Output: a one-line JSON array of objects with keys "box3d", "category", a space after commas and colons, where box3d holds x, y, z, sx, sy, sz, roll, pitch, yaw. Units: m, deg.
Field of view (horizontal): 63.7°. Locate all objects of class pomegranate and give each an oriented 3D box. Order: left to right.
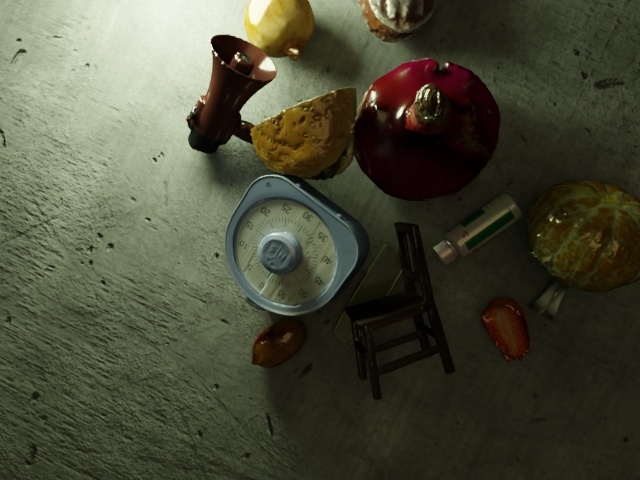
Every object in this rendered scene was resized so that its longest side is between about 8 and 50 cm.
[{"box3d": [-0.117, -0.628, 1.478, 0.207, 0.207, 0.207, 0, 92, 6], "category": "pomegranate"}]

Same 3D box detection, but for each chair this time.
[{"box3d": [0.184, 0.181, 1.426, 0.241, 0.203, 0.416, -16, 95, -6], "category": "chair"}]

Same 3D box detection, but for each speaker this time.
[{"box3d": [-0.238, -0.395, 1.492, 0.329, 0.259, 0.198, -57, 48, 42], "category": "speaker"}]

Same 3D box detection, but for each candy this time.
[{"box3d": [0.215, -0.709, 1.456, 0.214, 0.157, 0.289, -2, 85, -8], "category": "candy"}]

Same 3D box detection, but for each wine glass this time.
[{"box3d": [0.672, 0.148, 1.476, 0.072, 0.072, 0.155, 31, 94, 4], "category": "wine glass"}]

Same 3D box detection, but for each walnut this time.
[{"box3d": [-0.130, 0.311, 1.547, 0.207, 0.116, 0.115, -41, 87, 13], "category": "walnut"}]

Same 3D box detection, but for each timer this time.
[{"box3d": [-0.091, 0.037, 1.423, 0.395, 0.173, 0.394, 3, 99, 18], "category": "timer"}]

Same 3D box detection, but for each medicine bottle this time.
[{"box3d": [0.448, -0.027, 1.481, 0.260, 0.095, 0.095, -36, 88, 4], "category": "medicine bottle"}]

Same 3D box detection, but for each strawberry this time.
[{"box3d": [0.541, 0.254, 1.495, 0.121, 0.082, 0.188, -15, 100, 26], "category": "strawberry"}]

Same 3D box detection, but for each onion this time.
[{"box3d": [0.282, -0.287, 1.330, 0.399, 0.420, 0.398, 0, 96, -1], "category": "onion"}]

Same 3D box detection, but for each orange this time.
[{"box3d": [0.710, -0.015, 1.359, 0.329, 0.329, 0.249, 25, 132, 5], "category": "orange"}]

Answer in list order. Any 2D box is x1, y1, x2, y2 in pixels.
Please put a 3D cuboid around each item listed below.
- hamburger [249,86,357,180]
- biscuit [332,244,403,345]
[{"box3d": [-0.024, -0.254, 1.368, 0.330, 0.162, 0.208, -21, 92, 31], "category": "hamburger"}, {"box3d": [0.148, 0.168, 1.542, 0.099, 0.038, 0.322, 30, 95, -3], "category": "biscuit"}]
